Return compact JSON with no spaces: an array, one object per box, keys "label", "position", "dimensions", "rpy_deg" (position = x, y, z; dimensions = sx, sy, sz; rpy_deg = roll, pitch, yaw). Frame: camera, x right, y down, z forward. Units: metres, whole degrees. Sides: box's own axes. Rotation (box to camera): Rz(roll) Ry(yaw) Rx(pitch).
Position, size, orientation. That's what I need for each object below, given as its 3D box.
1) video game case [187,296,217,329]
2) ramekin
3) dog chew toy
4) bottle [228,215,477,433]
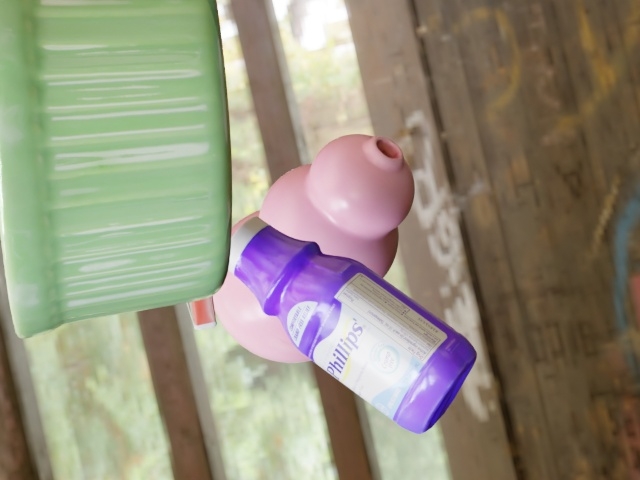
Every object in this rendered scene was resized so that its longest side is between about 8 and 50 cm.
[{"label":"video game case","position":[-0.145,-0.083,1.371],"dimensions":[0.025,0.285,0.204],"rpy_deg":[-13,-139,-10]},{"label":"ramekin","position":[-0.151,-0.088,1.016],"dimensions":[0.148,0.303,0.303],"rpy_deg":[-5,177,-10]},{"label":"dog chew toy","position":[0.000,0.000,1.781],"dimensions":[0.207,0.206,0.332],"rpy_deg":[-11,146,-46]},{"label":"bottle","position":[0.024,0.080,1.508],"dimensions":[0.092,0.283,0.118],"rpy_deg":[-39,160,-47]}]
